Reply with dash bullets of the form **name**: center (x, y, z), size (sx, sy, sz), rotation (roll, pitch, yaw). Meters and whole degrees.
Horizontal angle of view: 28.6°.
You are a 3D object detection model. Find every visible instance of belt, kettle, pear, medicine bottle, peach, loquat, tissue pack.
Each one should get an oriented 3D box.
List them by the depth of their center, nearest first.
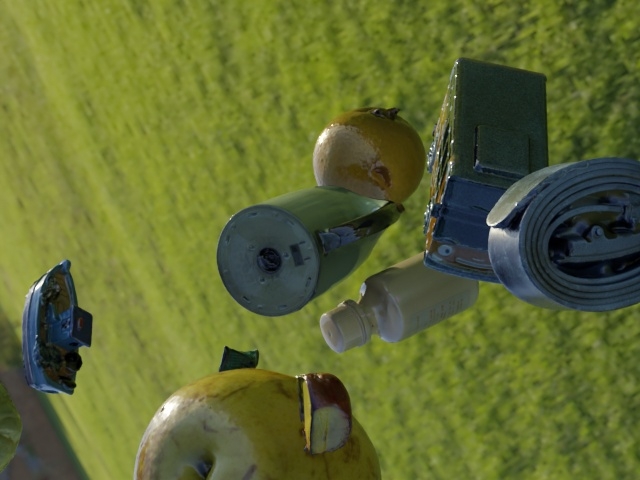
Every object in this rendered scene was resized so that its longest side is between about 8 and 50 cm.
- **belt**: center (0.246, -0.004, 1.169), size (0.082, 0.190, 0.141), rotation (170, 90, -70)
- **peach**: center (0.005, 0.170, 1.233), size (0.077, 0.050, 0.083), rotation (172, 93, -76)
- **pear**: center (-0.066, 0.276, 1.402), size (0.280, 0.281, 0.280), rotation (53, 164, 24)
- **kettle**: center (0.000, 0.000, 1.864), size (0.255, 0.240, 0.165), rotation (-22, -86, -63)
- **medicine bottle**: center (0.119, 0.097, 1.936), size (0.114, 0.252, 0.114), rotation (42, 144, 40)
- **tissue pack**: center (-0.126, 0.208, 1.961), size (0.028, 0.085, 0.138), rotation (9, 178, 24)
- **loquat**: center (0.087, -0.146, 2.254), size (0.208, 0.208, 0.208), rotation (53, 164, 24)

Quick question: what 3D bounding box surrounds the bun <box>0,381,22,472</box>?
- **bun**: center (-0.479, 0.247, 1.596), size (0.118, 0.195, 0.195), rotation (16, 134, 60)

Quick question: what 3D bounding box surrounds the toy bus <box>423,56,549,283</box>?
- **toy bus**: center (0.209, -0.091, 1.565), size (0.275, 0.138, 0.167), rotation (-80, 2, -47)

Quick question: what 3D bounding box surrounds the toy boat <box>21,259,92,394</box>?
- **toy boat**: center (-0.400, 0.129, 1.927), size (0.100, 0.097, 0.223), rotation (38, -141, -49)
